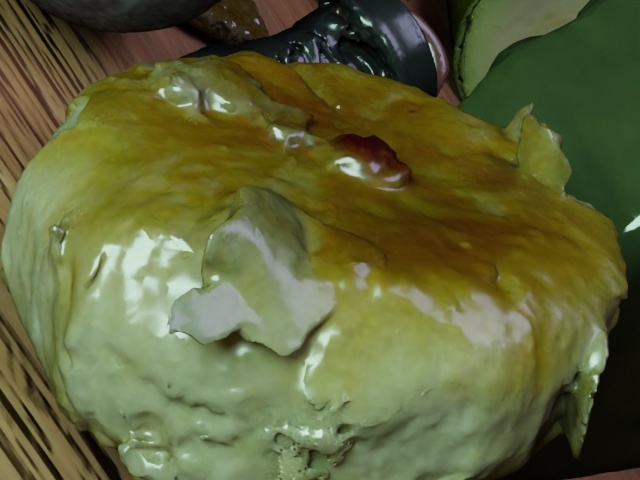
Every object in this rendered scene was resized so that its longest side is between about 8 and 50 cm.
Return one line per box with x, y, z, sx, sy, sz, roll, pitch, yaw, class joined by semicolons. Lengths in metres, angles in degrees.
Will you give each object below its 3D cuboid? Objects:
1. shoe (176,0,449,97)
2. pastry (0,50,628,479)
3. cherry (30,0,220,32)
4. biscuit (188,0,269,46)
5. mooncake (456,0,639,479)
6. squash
0.008;-0.092;0.651;0.114;0.137;0.291;59;26;-1;shoe
-0.003;-0.003;0.427;0.236;0.121;0.257;12;31;-7;pastry
-0.091;-0.181;0.530;0.140;0.176;0.176;33;25;1;cherry
-0.109;-0.240;0.730;0.131;0.026;0.237;21;43;-58;biscuit
0.213;0.005;0.685;0.356;0.356;0.194;34;30;-46;mooncake
0.288;-0.315;1.329;0.263;0.263;0.384;48;26;-26;squash
